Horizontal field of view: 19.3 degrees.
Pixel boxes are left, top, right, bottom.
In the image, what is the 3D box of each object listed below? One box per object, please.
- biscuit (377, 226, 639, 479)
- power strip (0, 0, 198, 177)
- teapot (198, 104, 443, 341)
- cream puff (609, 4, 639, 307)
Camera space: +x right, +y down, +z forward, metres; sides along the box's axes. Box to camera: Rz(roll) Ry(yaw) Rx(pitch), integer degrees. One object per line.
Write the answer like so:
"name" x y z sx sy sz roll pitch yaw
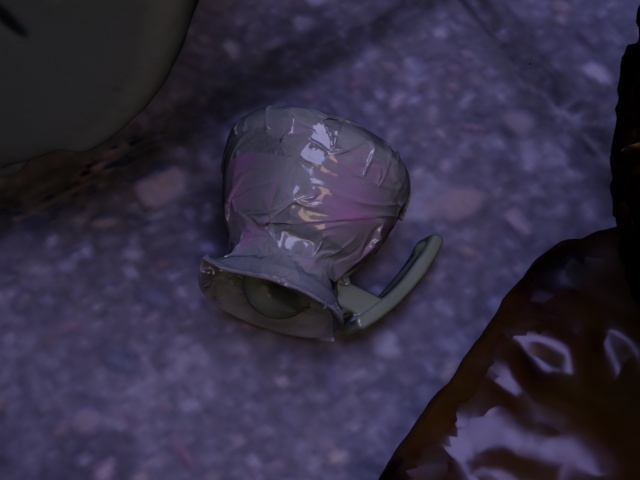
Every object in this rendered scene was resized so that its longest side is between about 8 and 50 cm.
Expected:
"biscuit" 0.173 0.134 0.551 0.359 0.046 0.359 1 61 -1
"power strip" -0.180 -0.176 0.541 0.357 0.357 0.161 14 63 6
"teapot" 0.000 0.000 0.621 0.083 0.064 0.064 28 67 -22
"cream puff" 0.195 -0.017 0.520 0.239 0.165 0.239 3 57 -4
